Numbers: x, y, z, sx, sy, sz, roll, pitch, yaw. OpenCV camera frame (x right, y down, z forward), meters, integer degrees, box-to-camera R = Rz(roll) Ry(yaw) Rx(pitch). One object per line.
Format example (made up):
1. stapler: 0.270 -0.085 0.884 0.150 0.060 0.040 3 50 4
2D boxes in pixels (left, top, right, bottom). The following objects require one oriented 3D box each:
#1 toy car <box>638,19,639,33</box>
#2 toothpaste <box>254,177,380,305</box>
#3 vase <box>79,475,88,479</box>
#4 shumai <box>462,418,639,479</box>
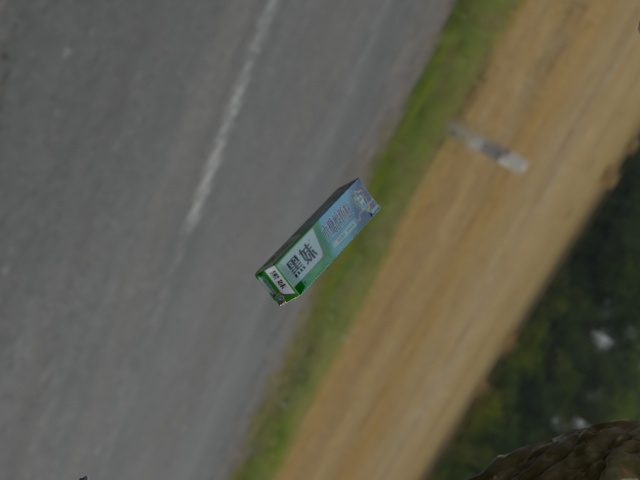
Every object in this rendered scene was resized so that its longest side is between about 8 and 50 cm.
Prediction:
1. toy car: 0.260 -0.129 0.721 0.180 0.212 0.270 -38 159 -57
2. toothpaste: 0.000 0.000 0.854 0.017 0.020 0.083 -28 -167 42
3. vase: -0.124 0.409 1.722 0.250 0.445 0.250 -14 115 -31
4. shumai: 0.149 0.299 1.060 0.346 0.283 0.217 -41 -159 -15
